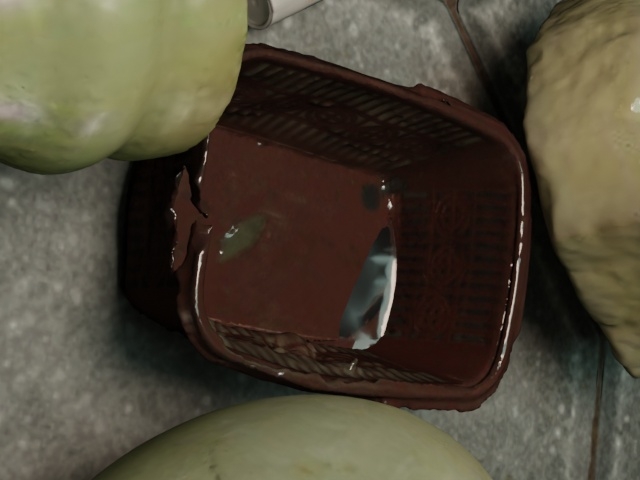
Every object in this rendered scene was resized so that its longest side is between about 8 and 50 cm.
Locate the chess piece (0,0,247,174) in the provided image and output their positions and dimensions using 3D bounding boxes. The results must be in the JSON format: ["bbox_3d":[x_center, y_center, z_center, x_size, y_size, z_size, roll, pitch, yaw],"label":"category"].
[{"bbox_3d":[-0.270,-0.122,0.707,0.442,0.234,0.234,-14,95,-38],"label":"chess piece"}]

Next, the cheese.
[{"bbox_3d":[0.252,-0.044,1.135,0.326,0.115,0.318,-36,113,-64],"label":"cheese"}]

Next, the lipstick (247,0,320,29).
[{"bbox_3d":[-0.002,-0.196,1.056,0.141,0.040,0.040,-33,107,-39],"label":"lipstick"}]

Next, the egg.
[{"bbox_3d":[-0.044,0.241,0.816,0.336,0.278,0.278,-33,107,-43],"label":"egg"}]

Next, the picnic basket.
[{"bbox_3d":[0.000,0.000,0.980,0.296,0.129,0.223,14,79,-38],"label":"picnic basket"}]
